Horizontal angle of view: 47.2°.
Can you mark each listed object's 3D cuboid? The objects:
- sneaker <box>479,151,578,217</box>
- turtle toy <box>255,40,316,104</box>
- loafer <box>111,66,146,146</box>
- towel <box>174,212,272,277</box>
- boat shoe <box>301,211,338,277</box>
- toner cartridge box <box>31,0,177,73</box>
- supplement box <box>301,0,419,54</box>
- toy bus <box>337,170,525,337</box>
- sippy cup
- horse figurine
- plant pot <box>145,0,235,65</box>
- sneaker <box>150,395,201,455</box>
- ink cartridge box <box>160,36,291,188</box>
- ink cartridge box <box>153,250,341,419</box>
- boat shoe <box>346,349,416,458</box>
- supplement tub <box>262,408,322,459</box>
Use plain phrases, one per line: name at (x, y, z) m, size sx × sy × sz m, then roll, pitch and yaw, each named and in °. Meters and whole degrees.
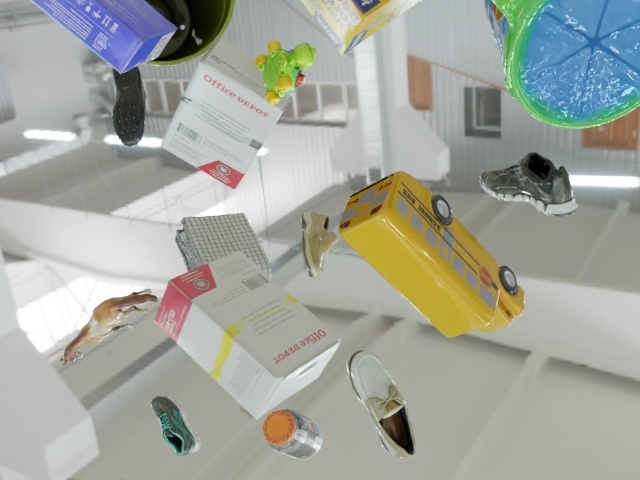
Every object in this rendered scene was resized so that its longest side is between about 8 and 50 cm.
sneaker at (0.390, -0.123, 1.390) m, size 0.078 × 0.106 × 0.234 m, roll -21°, pitch -154°, yaw -22°
turtle toy at (-0.057, -0.300, 1.279) m, size 0.066 × 0.095 × 0.130 m, roll -9°, pitch 168°, yaw -34°
loafer at (-0.417, -0.300, 1.619) m, size 0.076 × 0.078 × 0.223 m, roll -12°, pitch -114°, yaw 4°
towel at (-0.312, 0.049, 2.318) m, size 0.235 × 0.121 × 0.283 m, roll -7°, pitch -130°, yaw -32°
boat shoe at (0.000, 0.000, 1.507) m, size 0.072 × 0.068 × 0.190 m, roll -7°, pitch -139°, yaw 2°
toner cartridge box at (-0.423, -0.433, 1.232) m, size 0.348 × 0.075 × 0.165 m, roll 39°, pitch -157°, yaw -7°
supplement box at (0.142, -0.601, 1.579) m, size 0.357 × 0.194 × 0.195 m, roll -39°, pitch -179°, yaw -16°
toy bus at (0.183, 0.038, 1.144) m, size 0.108 × 0.333 × 0.130 m, roll -27°, pitch -150°, yaw 39°
sippy cup at (0.332, -0.305, 0.992) m, size 0.240 × 0.305 × 0.224 m, roll -23°, pitch -143°, yaw 9°
horse figurine at (-0.503, 0.192, 1.758) m, size 0.263 × 0.066 × 0.175 m, roll -41°, pitch 163°, yaw 31°
plant pot at (-0.425, -0.606, 1.872) m, size 0.367 × 0.366 × 0.353 m, roll -12°, pitch -173°, yaw -14°
sneaker at (-0.357, 0.447, 1.764) m, size 0.065 × 0.166 × 0.076 m, roll -43°, pitch 172°, yaw 18°
ink cartridge box at (-0.203, -0.272, 1.599) m, size 0.197 × 0.273 × 0.114 m, roll 31°, pitch -134°, yaw -9°
ink cartridge box at (-0.185, 0.231, 1.875) m, size 0.385 × 0.160 × 0.279 m, roll 39°, pitch -148°, yaw 19°
boat shoe at (0.169, 0.417, 1.874) m, size 0.113 × 0.302 × 0.103 m, roll -30°, pitch -170°, yaw -18°
supplement tub at (-0.078, 0.529, 2.006) m, size 0.117 × 0.190 × 0.116 m, roll -9°, pitch -116°, yaw 18°
